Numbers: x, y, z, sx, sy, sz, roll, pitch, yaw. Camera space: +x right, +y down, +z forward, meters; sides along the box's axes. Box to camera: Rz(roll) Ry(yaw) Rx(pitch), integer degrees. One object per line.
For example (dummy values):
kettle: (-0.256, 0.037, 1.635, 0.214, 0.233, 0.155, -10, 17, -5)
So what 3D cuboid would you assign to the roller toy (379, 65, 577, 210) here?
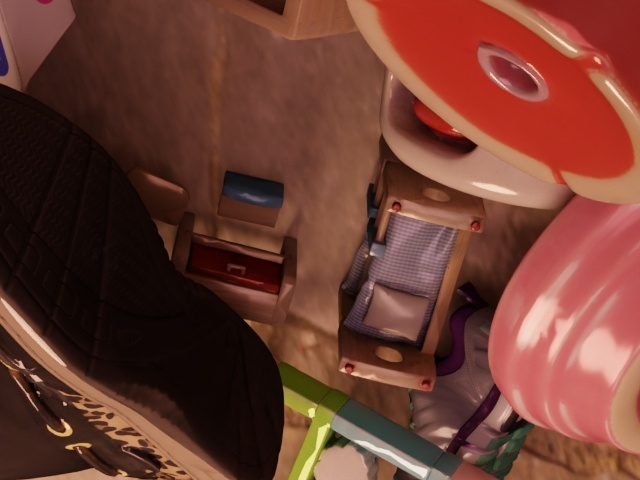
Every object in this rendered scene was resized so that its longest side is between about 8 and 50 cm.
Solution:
roller toy: (0.137, -0.114, 1.201, 0.191, 0.209, 0.146, 8, 112, 3)

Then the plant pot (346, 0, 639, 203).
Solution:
plant pot: (0.157, -0.170, 0.989, 0.275, 0.275, 0.243, 40, 75, -15)

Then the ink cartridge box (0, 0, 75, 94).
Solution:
ink cartridge box: (-0.250, -0.221, 1.176, 0.175, 0.069, 0.371, 8, 118, 43)

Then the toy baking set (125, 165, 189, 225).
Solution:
toy baking set: (-0.225, -0.015, 1.331, 0.256, 0.030, 0.197, -32, 114, 20)

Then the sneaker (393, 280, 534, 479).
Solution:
sneaker: (0.089, 0.133, 1.385, 0.098, 0.083, 0.224, 45, 123, 22)

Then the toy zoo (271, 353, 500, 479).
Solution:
toy zoo: (0.052, 0.225, 1.362, 0.293, 0.030, 0.192, 29, 120, 12)

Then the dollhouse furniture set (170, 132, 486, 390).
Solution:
dollhouse furniture set: (0.000, 0.000, 1.284, 0.183, 0.129, 0.129, 13, 112, -5)

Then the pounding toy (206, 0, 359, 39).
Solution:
pounding toy: (-0.034, -0.253, 1.196, 0.181, 0.094, 0.206, 28, 116, 32)

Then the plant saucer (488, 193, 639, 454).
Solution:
plant saucer: (0.266, 0.026, 1.219, 0.332, 0.084, 0.332, -23, 148, -16)

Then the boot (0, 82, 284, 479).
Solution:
boot: (-0.221, 0.053, 1.208, 0.284, 0.138, 0.377, -8, 147, 28)
